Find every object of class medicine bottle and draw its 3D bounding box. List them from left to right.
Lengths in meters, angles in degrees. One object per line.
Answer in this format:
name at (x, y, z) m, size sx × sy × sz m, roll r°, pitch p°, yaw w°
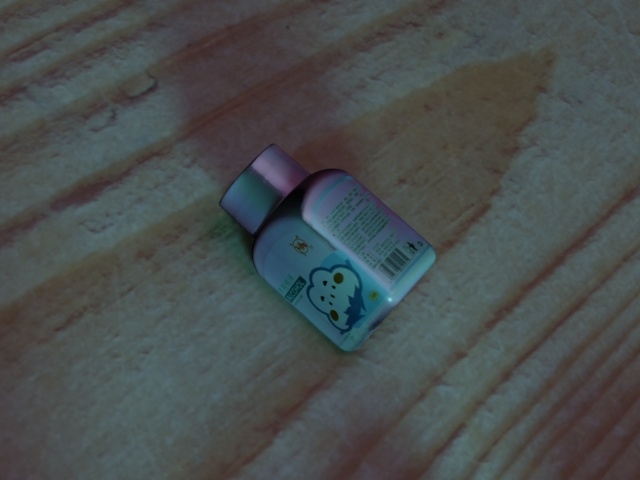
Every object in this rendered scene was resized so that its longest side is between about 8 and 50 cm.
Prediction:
medicine bottle at (0.000, 0.000, 1.541) m, size 0.188 × 0.119 × 0.094 m, roll 42°, pitch 51°, yaw 4°
